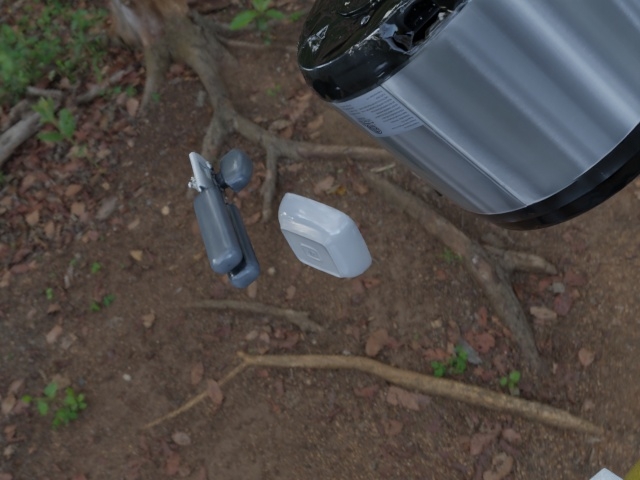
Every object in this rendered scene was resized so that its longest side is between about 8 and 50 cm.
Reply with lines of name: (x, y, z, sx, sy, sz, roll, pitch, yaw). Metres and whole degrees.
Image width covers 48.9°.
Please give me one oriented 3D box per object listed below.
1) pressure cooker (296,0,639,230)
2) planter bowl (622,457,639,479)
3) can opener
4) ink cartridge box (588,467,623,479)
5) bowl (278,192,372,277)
pressure cooker: (0.227, -0.217, 0.855, 0.375, 0.420, 0.370, -47, 25, 19)
planter bowl: (0.283, 0.138, 0.392, 0.217, 0.217, 0.090, 14, 84, 28)
can opener: (-0.132, -0.049, 0.982, 0.093, 0.074, 0.280, -37, 38, 14)
ink cartridge box: (0.463, 0.427, 0.838, 0.065, 0.165, 0.333, -30, 30, -19)
bowl: (0.000, 0.000, 1.077, 0.142, 0.142, 0.053, 22, 63, 34)
